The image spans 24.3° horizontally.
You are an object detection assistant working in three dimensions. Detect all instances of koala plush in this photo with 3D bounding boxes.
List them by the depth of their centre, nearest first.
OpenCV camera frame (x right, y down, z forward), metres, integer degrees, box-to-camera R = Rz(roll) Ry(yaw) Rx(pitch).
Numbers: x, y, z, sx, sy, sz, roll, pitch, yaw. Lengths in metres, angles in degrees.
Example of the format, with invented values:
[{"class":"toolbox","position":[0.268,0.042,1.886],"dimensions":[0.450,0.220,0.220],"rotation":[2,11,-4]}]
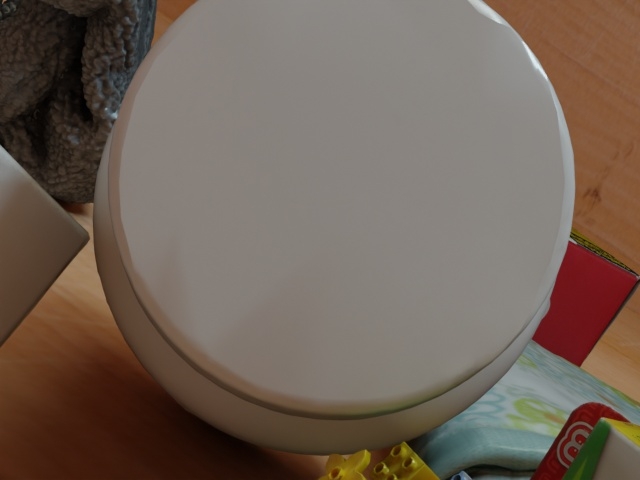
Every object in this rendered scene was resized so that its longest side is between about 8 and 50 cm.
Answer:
[{"class":"koala plush","position":[-0.214,-0.130,0.885],"dimensions":[0.221,0.203,0.196],"rotation":[9,23,-5]}]

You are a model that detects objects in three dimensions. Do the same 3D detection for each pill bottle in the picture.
[{"class":"pill bottle","position":[0.000,0.000,0.557],"dimensions":[0.160,0.160,0.283],"rotation":[31,-8,2]}]

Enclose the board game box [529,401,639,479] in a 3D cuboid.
[{"class":"board game box","position":[0.129,0.159,0.421],"dimensions":[0.039,0.124,0.259],"rotation":[22,12,-44]}]

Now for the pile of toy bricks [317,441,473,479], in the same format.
[{"class":"pile of toy bricks","position":[0.033,0.102,0.396],"dimensions":[0.105,0.118,0.212],"rotation":[48,-3,-31]}]

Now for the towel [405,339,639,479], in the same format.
[{"class":"towel","position":[0.205,0.171,0.770],"dimensions":[0.374,0.090,0.320],"rotation":[30,5,-2]}]

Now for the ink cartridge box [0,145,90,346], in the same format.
[{"class":"ink cartridge box","position":[-0.210,-0.056,0.444],"dimensions":[0.237,0.100,0.172],"rotation":[34,-10,24]}]

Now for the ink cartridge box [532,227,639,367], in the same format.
[{"class":"ink cartridge box","position":[0.103,0.006,1.217],"dimensions":[0.309,0.130,0.272],"rotation":[24,12,-40]}]
